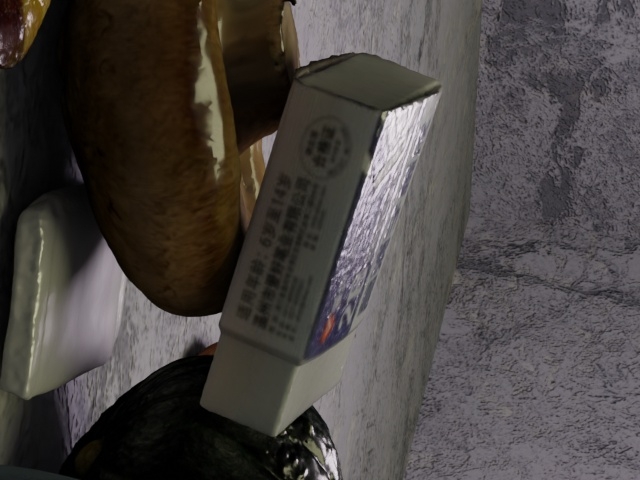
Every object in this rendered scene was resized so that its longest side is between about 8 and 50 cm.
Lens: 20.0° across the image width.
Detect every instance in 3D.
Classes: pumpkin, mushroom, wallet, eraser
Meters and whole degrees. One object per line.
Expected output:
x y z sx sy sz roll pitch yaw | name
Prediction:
-0.087 0.177 1.166 0.220 0.162 0.220 -51 -165 19 | pumpkin
-0.080 -0.095 1.100 0.278 0.146 0.278 -4 90 -87 | mushroom
-0.156 0.027 1.122 0.183 0.032 0.124 -30 126 -79 | wallet
0.000 0.000 1.082 0.124 0.068 0.210 -34 144 -67 | eraser

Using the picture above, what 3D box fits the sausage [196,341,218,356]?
-0.059 0.156 1.658 0.087 0.079 0.326 -51 162 -14 | sausage

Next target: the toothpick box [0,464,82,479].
-0.144 0.299 0.768 0.263 0.263 0.354 85 18 -53 | toothpick box

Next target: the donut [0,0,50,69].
-0.162 -0.151 0.855 0.140 0.059 0.140 9 90 -81 | donut
